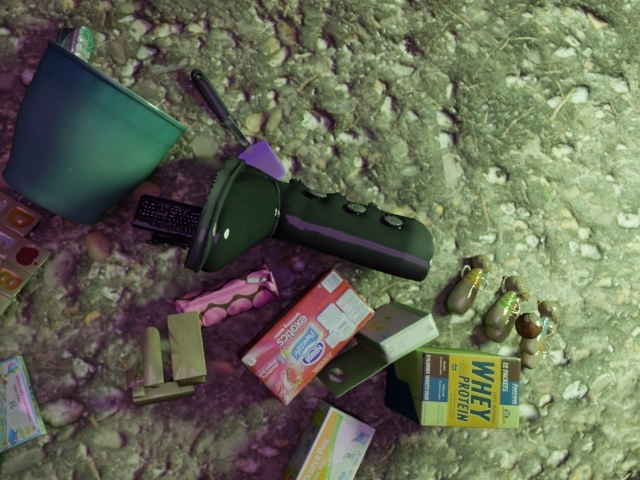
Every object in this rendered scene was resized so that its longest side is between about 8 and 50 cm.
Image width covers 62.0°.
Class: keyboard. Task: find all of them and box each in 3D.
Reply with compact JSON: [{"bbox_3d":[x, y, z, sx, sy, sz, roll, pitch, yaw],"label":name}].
[{"bbox_3d":[-0.286,-0.031,1.098,0.192,0.038,0.100,13,80,-9],"label":"keyboard"}]

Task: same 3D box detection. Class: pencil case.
[{"bbox_3d":[-0.190,0.115,1.068,0.210,0.098,0.095,-23,88,-13],"label":"pencil case"}]

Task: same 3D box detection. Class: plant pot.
[{"bbox_3d":[-0.431,-0.178,0.985,0.272,0.271,0.255,33,93,-6],"label":"plant pot"}]

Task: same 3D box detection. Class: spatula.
[{"bbox_3d":[-0.188,-0.244,1.150,0.084,0.030,0.296,-36,91,-9],"label":"spatula"}]

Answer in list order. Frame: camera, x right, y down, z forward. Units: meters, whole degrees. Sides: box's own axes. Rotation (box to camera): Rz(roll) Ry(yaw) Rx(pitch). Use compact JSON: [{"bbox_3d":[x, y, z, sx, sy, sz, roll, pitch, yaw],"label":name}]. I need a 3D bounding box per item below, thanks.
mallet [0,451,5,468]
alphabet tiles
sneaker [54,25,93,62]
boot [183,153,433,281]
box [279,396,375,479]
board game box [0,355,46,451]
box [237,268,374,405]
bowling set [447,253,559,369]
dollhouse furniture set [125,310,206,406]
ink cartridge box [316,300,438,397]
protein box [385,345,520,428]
[{"bbox_3d":[-0.591,0.449,0.971,0.062,0.039,0.189,19,75,-8],"label":"mallet"},{"bbox_3d":[-0.693,-0.002,0.956,0.343,0.011,0.285,32,54,-10],"label":"alphabet tiles"},{"bbox_3d":[-0.522,-0.360,1.087,0.076,0.065,0.166,10,77,6],"label":"sneaker"},{"bbox_3d":[0.000,-0.001,1.013,0.446,0.367,0.146,21,120,-10],"label":"boot"},{"bbox_3d":[0.008,0.436,1.060,0.103,0.114,0.203,29,79,-7],"label":"box"},{"bbox_3d":[-0.584,0.305,0.982,0.104,0.026,0.154,-21,79,-14],"label":"board game box"},{"bbox_3d":[-0.032,0.189,1.078,0.257,0.122,0.128,-44,93,-14],"label":"box"},{"bbox_3d":[0.445,0.154,1.155,0.287,0.200,0.154,38,75,-9],"label":"bowling set"},{"bbox_3d":[-0.295,0.229,1.020,0.144,0.151,0.123,-8,63,-13],"label":"dollhouse furniture set"},{"bbox_3d":[0.098,0.210,1.078,0.235,0.171,0.056,-26,100,-14],"label":"ink cartridge box"},{"bbox_3d":[0.262,0.293,1.089,0.201,0.200,0.135,6,82,-12],"label":"protein box"}]
